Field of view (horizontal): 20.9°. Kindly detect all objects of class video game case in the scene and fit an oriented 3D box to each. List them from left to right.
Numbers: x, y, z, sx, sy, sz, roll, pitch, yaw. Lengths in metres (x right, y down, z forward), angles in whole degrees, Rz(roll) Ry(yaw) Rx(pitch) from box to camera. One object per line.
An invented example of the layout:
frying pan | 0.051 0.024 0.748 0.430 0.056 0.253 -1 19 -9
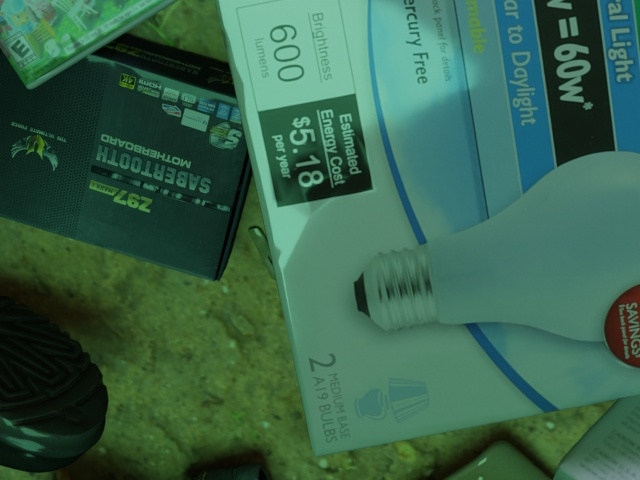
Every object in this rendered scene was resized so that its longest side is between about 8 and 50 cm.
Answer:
video game case | -0.197 -0.253 1.377 0.212 0.023 0.193 -29 101 14

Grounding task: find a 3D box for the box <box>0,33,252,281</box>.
box | -0.171 -0.082 1.488 0.232 0.059 0.183 18 122 2

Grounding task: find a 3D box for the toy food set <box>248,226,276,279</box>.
toy food set | 0.000 0.000 1.526 0.122 0.019 0.078 -17 115 19

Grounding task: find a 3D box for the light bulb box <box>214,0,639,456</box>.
light bulb box | 0.132 -0.076 1.241 0.361 0.225 0.358 -12 113 1

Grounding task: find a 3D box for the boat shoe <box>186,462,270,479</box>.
boat shoe | -0.027 0.350 1.680 0.099 0.116 0.319 -28 108 12

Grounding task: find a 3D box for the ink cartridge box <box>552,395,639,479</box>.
ink cartridge box | 0.405 0.159 1.298 0.308 0.385 0.091 34 146 27

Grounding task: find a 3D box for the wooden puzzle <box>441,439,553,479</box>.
wooden puzzle | 0.152 0.313 1.660 0.238 0.044 0.221 -39 113 21

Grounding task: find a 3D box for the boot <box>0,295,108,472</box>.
boot | -0.381 0.250 1.631 0.367 0.146 0.445 31 121 25
